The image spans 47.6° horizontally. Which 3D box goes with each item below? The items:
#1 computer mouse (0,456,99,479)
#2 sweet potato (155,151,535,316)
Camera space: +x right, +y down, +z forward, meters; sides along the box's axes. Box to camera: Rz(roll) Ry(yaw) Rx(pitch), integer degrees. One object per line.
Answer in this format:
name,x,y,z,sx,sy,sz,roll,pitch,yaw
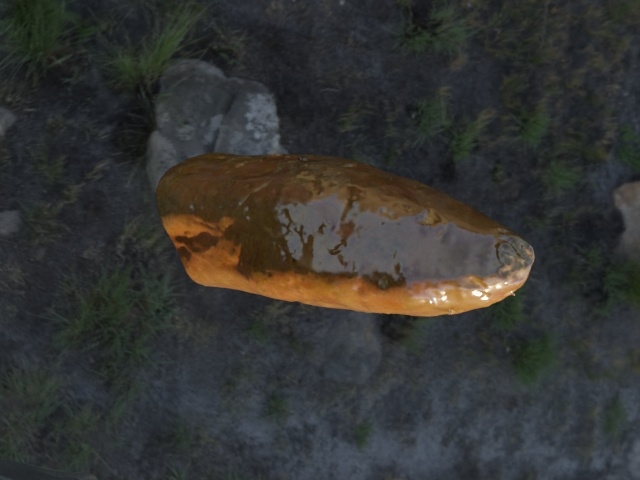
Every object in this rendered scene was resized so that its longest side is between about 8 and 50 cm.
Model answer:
computer mouse,-0.187,0.199,0.431,0.231,0.071,0.126,38,74,-40
sweet potato,0.000,0.000,0.424,0.097,0.252,0.097,-23,118,-51
